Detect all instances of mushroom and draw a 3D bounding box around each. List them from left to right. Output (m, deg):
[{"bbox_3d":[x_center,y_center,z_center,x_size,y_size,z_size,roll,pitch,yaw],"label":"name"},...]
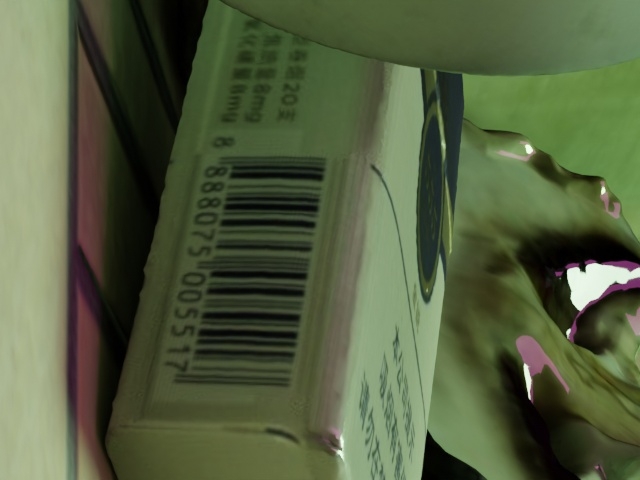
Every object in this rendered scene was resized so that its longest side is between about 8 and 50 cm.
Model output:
[{"bbox_3d":[0.074,0.074,0.846,0.130,0.247,0.344,-54,-160,25],"label":"mushroom"}]

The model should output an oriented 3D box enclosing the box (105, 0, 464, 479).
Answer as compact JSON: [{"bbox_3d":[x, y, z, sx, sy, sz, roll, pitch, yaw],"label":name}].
[{"bbox_3d":[0.000,0.000,0.631,0.168,0.071,0.259,79,18,-52],"label":"box"}]

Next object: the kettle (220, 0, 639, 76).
[{"bbox_3d":[0.075,-0.232,0.479,0.205,0.265,0.318,48,-36,34],"label":"kettle"}]

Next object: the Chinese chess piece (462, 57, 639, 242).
[{"bbox_3d":[0.128,-0.149,0.994,0.349,0.349,0.146,80,-10,-45],"label":"Chinese chess piece"}]

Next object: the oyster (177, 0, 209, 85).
[{"bbox_3d":[-0.032,-0.142,0.716,0.345,0.078,0.129,84,11,-52],"label":"oyster"}]
